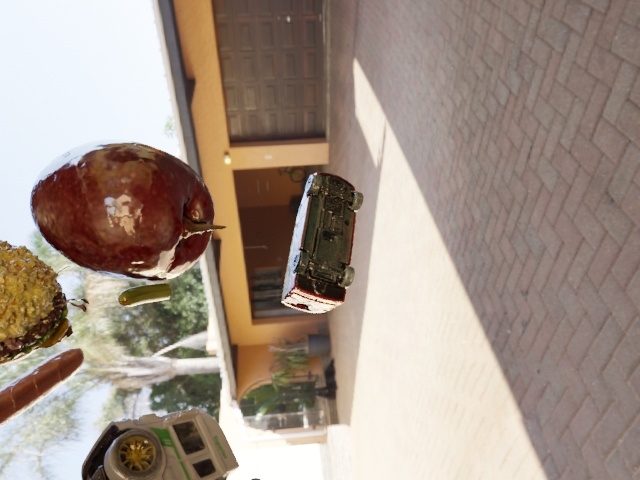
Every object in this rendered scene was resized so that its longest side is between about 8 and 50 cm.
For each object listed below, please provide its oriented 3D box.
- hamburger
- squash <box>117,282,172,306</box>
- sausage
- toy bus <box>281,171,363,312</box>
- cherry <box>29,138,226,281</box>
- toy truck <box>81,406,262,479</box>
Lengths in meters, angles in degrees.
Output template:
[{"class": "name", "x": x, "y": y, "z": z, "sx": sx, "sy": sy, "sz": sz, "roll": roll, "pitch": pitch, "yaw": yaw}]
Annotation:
[{"class": "hamburger", "x": -0.514, "y": 0.088, "z": 0.769, "sx": 0.243, "sy": 0.261, "sz": 0.139, "roll": 43, "pitch": 128, "yaw": 25}, {"class": "squash", "x": -0.255, "y": 0.078, "z": 0.716, "sx": 0.083, "sy": 0.027, "sz": 0.027, "roll": -3, "pitch": -90, "yaw": -59}, {"class": "sausage", "x": -0.737, "y": 0.380, "z": 1.192, "sx": 0.433, "sy": 0.087, "sz": 0.088, "roll": -40, "pitch": -48, "yaw": -60}, {"class": "toy bus", "x": 0.000, "y": 0.000, "z": 0.704, "sx": 0.089, "sy": 0.081, "sz": 0.195, "roll": 136, "pitch": 147, "yaw": -56}, {"class": "cherry", "x": -0.288, "y": -0.043, "z": 0.728, "sx": 0.230, "sy": 0.300, "sz": 0.203, "roll": -10, "pitch": -73, "yaw": -75}, {"class": "toy truck", "x": -0.127, "y": 0.364, "z": 0.534, "sx": 0.146, "sy": 0.175, "sz": 0.367, "roll": -50, "pitch": 62, "yaw": 27}]
